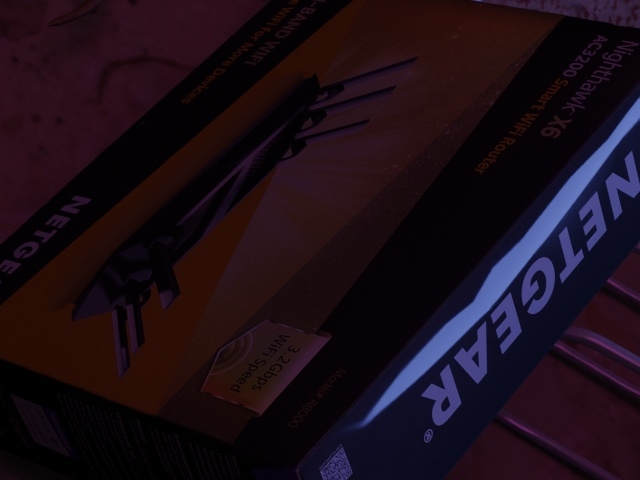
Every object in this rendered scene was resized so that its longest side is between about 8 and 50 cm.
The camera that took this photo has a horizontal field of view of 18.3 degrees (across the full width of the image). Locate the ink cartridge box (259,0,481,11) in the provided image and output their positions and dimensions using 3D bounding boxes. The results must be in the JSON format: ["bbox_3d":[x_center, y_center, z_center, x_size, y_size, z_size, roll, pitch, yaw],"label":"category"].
[{"bbox_3d":[0.027,-0.131,1.173,0.104,0.060,0.180,35,51,-2],"label":"ink cartridge box"}]

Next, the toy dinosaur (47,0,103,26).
[{"bbox_3d":[-0.124,-0.190,1.150,0.112,0.064,0.211,-13,55,-12],"label":"toy dinosaur"}]

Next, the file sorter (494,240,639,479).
[{"bbox_3d":[0.200,0.036,1.066,0.173,0.193,0.278,31,51,0],"label":"file sorter"}]

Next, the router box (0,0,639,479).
[{"bbox_3d":[0.000,0.000,0.949,0.243,0.081,0.309,15,48,38],"label":"router box"}]
